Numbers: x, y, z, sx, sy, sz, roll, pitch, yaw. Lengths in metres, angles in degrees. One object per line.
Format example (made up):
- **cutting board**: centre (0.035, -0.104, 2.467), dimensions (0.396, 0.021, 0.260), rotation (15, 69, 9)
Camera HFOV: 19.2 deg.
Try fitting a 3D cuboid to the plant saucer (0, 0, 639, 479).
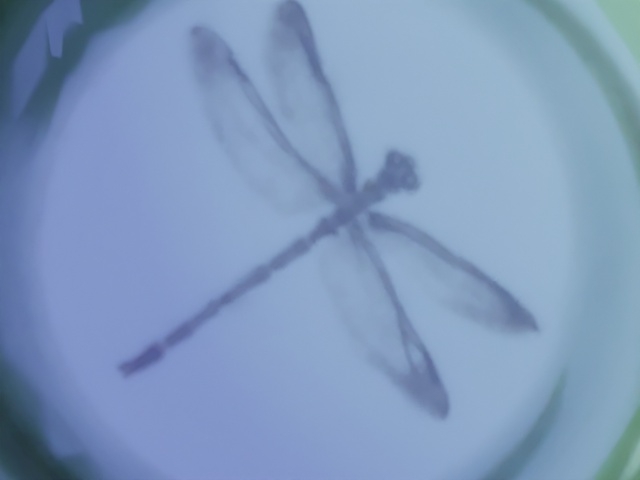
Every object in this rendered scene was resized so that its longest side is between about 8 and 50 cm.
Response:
- **plant saucer**: centre (0.000, 0.000, 0.634), dimensions (0.400, 0.100, 0.400), rotation (0, 90, -12)
